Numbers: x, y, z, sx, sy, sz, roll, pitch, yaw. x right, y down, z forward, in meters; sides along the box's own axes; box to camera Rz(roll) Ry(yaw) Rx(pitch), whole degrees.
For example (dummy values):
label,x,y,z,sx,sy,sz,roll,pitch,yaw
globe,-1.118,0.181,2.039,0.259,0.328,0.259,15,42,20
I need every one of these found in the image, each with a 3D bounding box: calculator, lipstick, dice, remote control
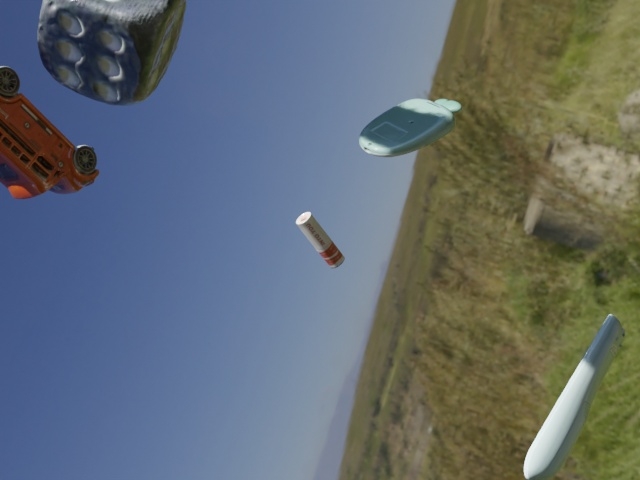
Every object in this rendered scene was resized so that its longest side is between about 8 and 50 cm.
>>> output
label,x,y,z,sx,sy,sz,roll,pitch,yaw
calculator,0.118,-0.150,1.116,0.153,0.095,0.021,-33,-48,-22
lipstick,0.000,0.000,1.785,0.131,0.038,0.038,52,-139,-27
dice,-0.318,-0.332,1.326,0.182,0.181,0.183,113,177,-48
remote control,0.416,0.261,1.392,0.293,0.051,0.103,-61,-30,-4

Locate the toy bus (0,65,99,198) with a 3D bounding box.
label,x,y,z,sx,sy,sz,roll,pitch,yaw
toy bus,-0.594,-0.192,1.683,0.329,0.142,0.153,50,-130,-37
